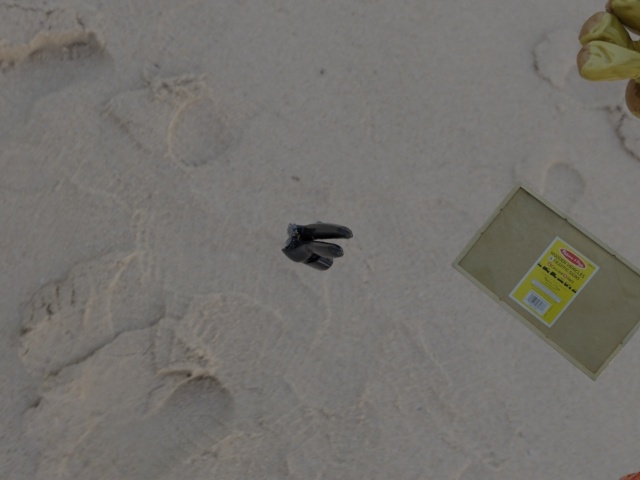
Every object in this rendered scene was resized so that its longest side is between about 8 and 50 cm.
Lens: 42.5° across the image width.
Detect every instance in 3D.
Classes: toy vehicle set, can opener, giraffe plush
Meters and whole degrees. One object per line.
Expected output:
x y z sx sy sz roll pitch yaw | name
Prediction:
0.346 0.056 1.208 0.267 0.035 0.166 41 95 18 | toy vehicle set
0.000 0.000 1.073 0.073 0.186 0.059 20 78 -15 | can opener
0.462 -0.224 1.099 0.181 0.210 0.170 -49 137 -6 | giraffe plush

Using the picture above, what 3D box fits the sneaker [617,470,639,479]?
0.276 0.166 0.575 0.064 0.175 0.067 37 58 -5 | sneaker
